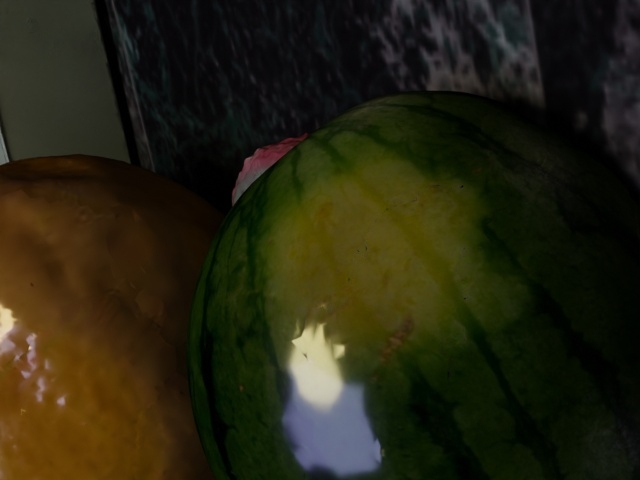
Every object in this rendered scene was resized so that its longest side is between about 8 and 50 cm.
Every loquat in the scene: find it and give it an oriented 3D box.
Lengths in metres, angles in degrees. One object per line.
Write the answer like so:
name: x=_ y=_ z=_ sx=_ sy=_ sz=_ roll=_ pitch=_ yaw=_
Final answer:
loquat: x=-0.129 y=0.069 z=0.618 sx=0.193 sy=0.238 sz=0.238 roll=-50 pitch=-56 yaw=-76

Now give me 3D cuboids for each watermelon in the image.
watermelon: x=0.033 y=0.064 z=0.441 sx=0.204 sy=0.127 sz=0.232 roll=-17 pitch=94 yaw=36

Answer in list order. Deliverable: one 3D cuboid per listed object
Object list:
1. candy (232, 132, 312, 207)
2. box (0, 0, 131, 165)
candy: x=0.000 y=0.000 z=0.557 sx=0.103 sy=0.043 sz=0.103 roll=30 pitch=131 yaw=41
box: x=-0.189 y=-0.078 z=0.751 sx=0.129 sy=0.086 sz=0.225 roll=15 pitch=121 yaw=51
